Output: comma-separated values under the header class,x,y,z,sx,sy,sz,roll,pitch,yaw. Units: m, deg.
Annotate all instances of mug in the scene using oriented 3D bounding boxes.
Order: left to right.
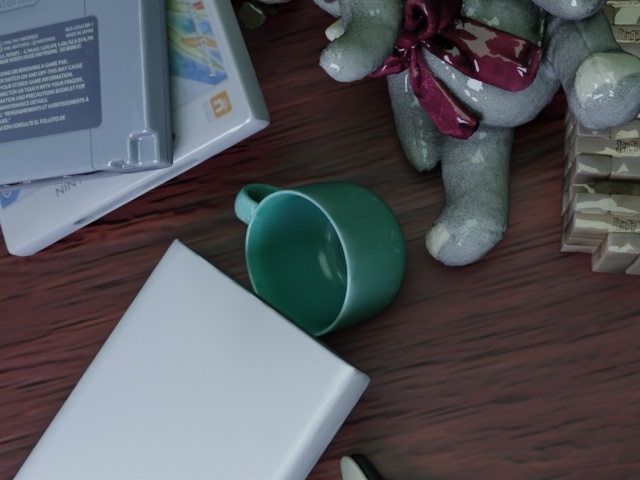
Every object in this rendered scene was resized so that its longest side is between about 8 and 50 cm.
class,x,y,z,sx,sy,sz,roll,pitch,yaw
mug,0.007,0.001,1.108,0.129,0.097,0.157,-32,76,45

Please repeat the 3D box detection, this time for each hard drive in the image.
class,x,y,z,sx,sy,sz,roll,pitch,yaw
hard drive,-0.141,0.201,1.072,0.233,0.047,0.353,33,90,35

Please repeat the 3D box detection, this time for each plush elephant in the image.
class,x,y,z,sx,sy,sz,roll,pitch,yaw
plush elephant,0.089,-0.192,1.062,0.255,0.272,0.330,15,57,-24

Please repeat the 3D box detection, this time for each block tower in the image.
class,x,y,z,sx,sy,sz,roll,pitch,yaw
block tower,0.268,-0.144,1.123,0.091,0.097,0.335,3,77,3

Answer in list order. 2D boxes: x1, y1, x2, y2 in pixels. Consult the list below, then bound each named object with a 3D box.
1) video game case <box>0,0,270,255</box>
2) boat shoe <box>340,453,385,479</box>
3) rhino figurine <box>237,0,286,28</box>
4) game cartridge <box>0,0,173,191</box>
class,x,y,z,sx,sy,sz,roll,pitch,yaw
video game case,-0.219,-0.192,1.161,0.300,0.036,0.329,-26,75,27
boat shoe,0.063,0.241,1.097,0.042,0.049,0.133,-25,67,-27
rhino figurine,-0.124,-0.290,1.204,0.243,0.106,0.073,32,124,13
game cartridge,-0.261,-0.147,1.135,0.297,0.062,0.198,-5,82,30
